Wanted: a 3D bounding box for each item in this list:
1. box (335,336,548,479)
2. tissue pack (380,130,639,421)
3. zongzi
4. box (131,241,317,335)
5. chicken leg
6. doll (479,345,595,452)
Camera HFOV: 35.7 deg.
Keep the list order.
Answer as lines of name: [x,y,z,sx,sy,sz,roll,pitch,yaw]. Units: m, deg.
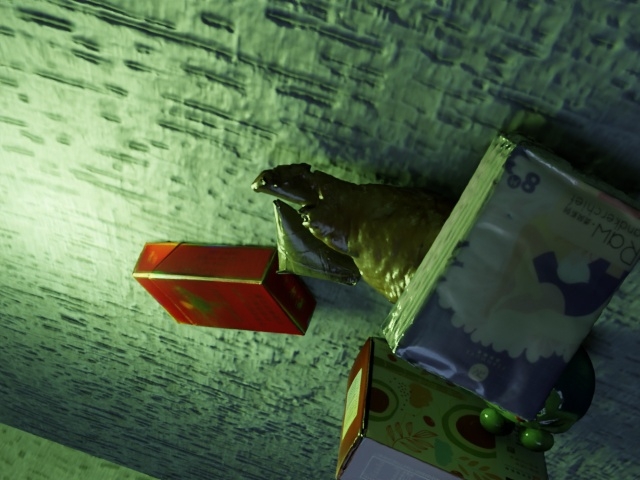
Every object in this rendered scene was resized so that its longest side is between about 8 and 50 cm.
box: [0.236,0.386,1.923,0.385,0.344,0.122,24,115,-6]
tissue pack: [0.274,0.049,1.372,0.242,0.343,0.125,27,-166,-11]
zongzi: [0.000,0.000,1.709,0.160,0.078,0.176,9,141,8]
box: [-0.189,0.093,1.959,0.313,0.089,0.197,2,147,29]
chicken leg: [0.079,-0.002,1.583,0.409,0.182,0.295,23,167,4]
doll: [0.381,0.258,1.784,0.199,0.186,0.322,23,160,7]
